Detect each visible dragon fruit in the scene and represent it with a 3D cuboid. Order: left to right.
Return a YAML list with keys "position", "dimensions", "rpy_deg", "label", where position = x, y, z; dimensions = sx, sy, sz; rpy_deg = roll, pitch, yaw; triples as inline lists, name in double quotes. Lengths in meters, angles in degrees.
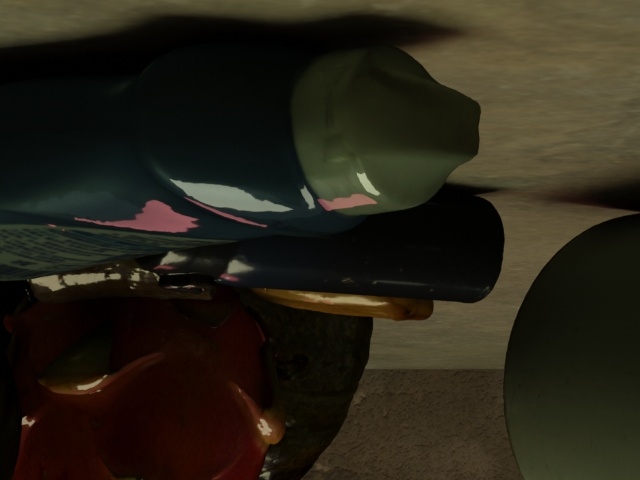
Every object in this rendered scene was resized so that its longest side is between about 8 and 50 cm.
- position: [-0.133, 0.106, 1.224]
  dimensions: [0.224, 0.227, 0.224]
  rpy_deg: [-1, 143, -1]
  label: "dragon fruit"

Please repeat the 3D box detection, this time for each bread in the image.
- position: [0.016, 0.020, 1.265]
  dimensions: [0.116, 0.077, 0.200]
  rpy_deg: [0, 174, 11]
  label: "bread"

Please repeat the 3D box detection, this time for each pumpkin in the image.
- position: [-0.076, 0.124, 1.533]
  dimensions: [0.242, 0.232, 0.325]
  rpy_deg: [2, 177, -27]
  label: "pumpkin"

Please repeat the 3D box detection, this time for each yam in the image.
- position: [-0.127, 0.002, 1.135]
  dimensions: [0.127, 0.084, 0.084]
  rpy_deg: [0, 173, 8]
  label: "yam"

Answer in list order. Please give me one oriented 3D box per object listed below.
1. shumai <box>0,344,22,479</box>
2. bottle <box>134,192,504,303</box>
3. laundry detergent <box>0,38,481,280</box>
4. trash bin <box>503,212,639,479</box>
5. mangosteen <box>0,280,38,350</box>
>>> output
- position: [-0.323, 0.113, 0.896]
  dimensions: [0.323, 0.324, 0.397]
  rpy_deg: [6, 131, -1]
  label: "shumai"
- position: [0.000, 0.000, 1.090]
  dimensions: [0.244, 0.082, 0.072]
  rpy_deg: [7, 178, -32]
  label: "bottle"
- position: [-0.067, -0.041, 0.786]
  dimensions: [0.289, 0.094, 0.143]
  rpy_deg: [-8, 163, 37]
  label: "laundry detergent"
- position: [0.327, 0.092, 1.022]
  dimensions: [0.280, 0.280, 0.432]
  rpy_deg: [5, 175, -29]
  label: "trash bin"
- position: [-0.329, 0.116, 1.387]
  dimensions: [0.288, 0.288, 0.288]
  rpy_deg: [1, 173, 0]
  label: "mangosteen"
